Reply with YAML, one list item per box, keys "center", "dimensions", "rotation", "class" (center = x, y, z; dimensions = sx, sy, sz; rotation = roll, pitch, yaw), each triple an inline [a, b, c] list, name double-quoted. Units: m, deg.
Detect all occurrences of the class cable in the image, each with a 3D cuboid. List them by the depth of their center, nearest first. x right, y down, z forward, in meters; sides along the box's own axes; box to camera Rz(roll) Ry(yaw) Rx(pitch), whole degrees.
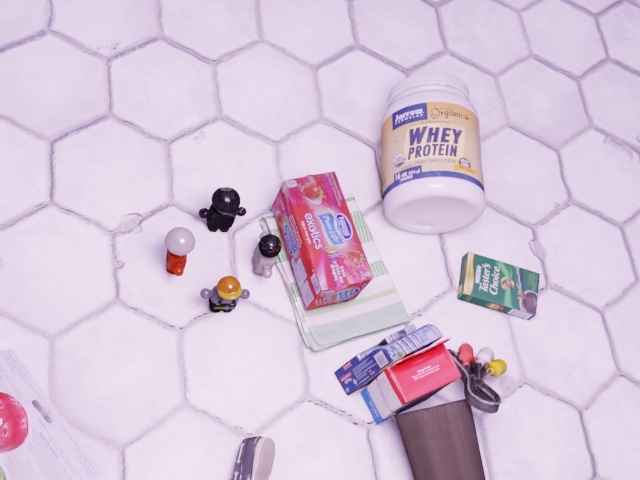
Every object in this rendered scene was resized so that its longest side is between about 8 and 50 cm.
- center: [0.315, 0.266, 1.697]
  dimensions: [0.139, 0.287, 0.072]
  rotation: [25, 99, 8]
  class: "cable"

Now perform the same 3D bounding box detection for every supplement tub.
- center: [0.252, -0.198, 1.888]
  dimensions: [0.228, 0.228, 0.316]
  rotation: [7, 64, -13]
  class: "supplement tub"

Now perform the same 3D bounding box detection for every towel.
- center: [0.029, 0.064, 1.811]
  dimensions: [0.247, 0.038, 0.325]
  rotation: [-15, 70, -22]
  class: "towel"

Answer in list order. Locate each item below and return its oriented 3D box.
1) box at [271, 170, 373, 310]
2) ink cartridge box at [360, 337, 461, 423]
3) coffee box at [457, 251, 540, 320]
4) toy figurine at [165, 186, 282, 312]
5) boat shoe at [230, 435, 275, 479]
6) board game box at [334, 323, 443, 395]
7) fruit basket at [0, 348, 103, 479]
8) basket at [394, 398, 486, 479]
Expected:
- center: [0.000, 0.000, 1.738]
  dimensions: [0.122, 0.128, 0.257]
  rotation: [-12, 70, -22]
  class: "box"
- center: [0.183, 0.279, 1.642]
  dimensions: [0.134, 0.231, 0.078]
  rotation: [-20, 72, -23]
  class: "ink cartridge box"
- center: [0.408, 0.104, 1.896]
  dimensions: [0.184, 0.040, 0.113]
  rotation: [18, 62, -7]
  class: "coffee box"
- center: [-0.198, 0.022, 1.702]
  dimensions: [0.209, 0.148, 0.213]
  rotation: [44, 62, 7]
  class: "toy figurine"
- center: [-0.143, 0.472, 1.569]
  dimensions: [0.064, 0.075, 0.206]
  rotation: [0, 63, 32]
  class: "boat shoe"
- center: [0.155, 0.227, 1.707]
  dimensions: [0.194, 0.194, 0.060]
  rotation: [-20, 73, -38]
  class: "board game box"
- center: [-0.600, 0.349, 1.396]
  dimensions: [0.327, 0.165, 0.353]
  rotation: [44, 28, 22]
  class: "fruit basket"
- center: [0.247, 0.438, 1.626]
  dimensions: [0.154, 0.204, 0.227]
  rotation: [-17, 76, 15]
  class: "basket"
